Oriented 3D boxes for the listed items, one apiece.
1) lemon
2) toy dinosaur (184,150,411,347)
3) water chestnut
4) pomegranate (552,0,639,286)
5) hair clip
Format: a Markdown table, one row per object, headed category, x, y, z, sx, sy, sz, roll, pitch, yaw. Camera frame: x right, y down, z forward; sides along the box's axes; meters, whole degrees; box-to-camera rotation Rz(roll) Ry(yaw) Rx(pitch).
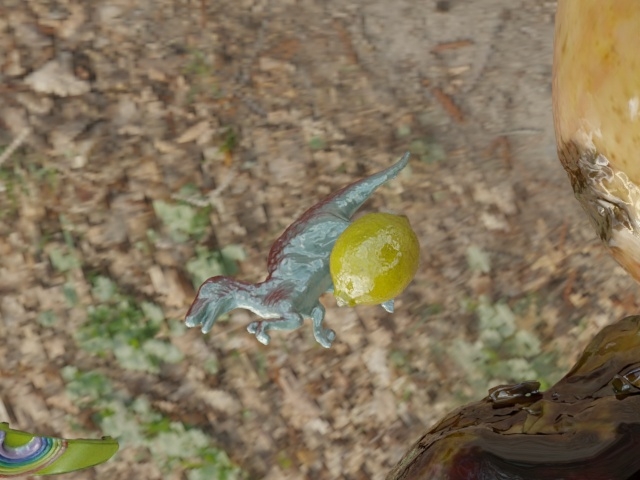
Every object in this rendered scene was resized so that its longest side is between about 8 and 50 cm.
| category | x | y | z | sx | sy | sz | roll | pitch | yaw |
| --- | --- | --- | --- | --- | --- | --- | --- | --- | --- |
| lemon | 0.038 | 0.015 | 1.090 | 0.062 | 0.062 | 0.083 | 35 | 79 | 15 |
| toy dinosaur | 0.000 | 0.000 | 1.355 | 0.167 | 0.053 | 0.242 | 19 | 65 | 10 |
| water chestnut | 0.199 | 0.183 | 0.985 | 0.335 | 0.335 | 0.347 | 8 | 89 | 22 |
| pomegranate | 0.263 | -0.078 | 0.687 | 0.322 | 0.322 | 0.322 | 4 | 100 | 23 |
| hair clip | -0.274 | 0.210 | 1.484 | 0.060 | 0.188 | 0.033 | -53 | 51 | 23 |
